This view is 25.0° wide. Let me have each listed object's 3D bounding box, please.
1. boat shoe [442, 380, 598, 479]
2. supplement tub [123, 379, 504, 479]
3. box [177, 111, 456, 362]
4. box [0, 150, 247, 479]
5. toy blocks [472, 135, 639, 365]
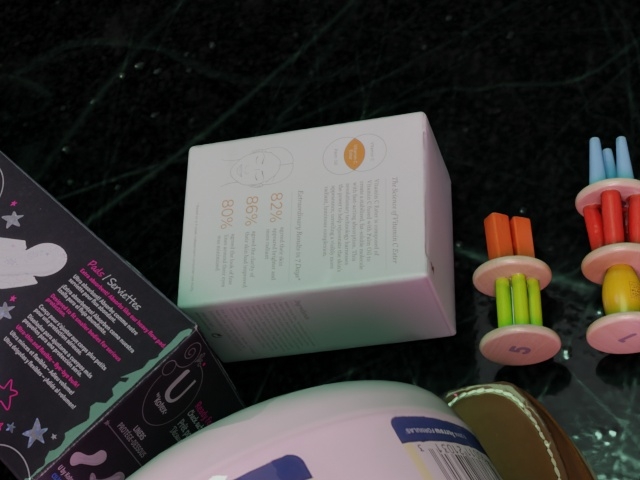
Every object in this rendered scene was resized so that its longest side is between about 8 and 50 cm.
[{"bbox_3d":[0.118,0.223,0.799,0.123,0.120,0.324,-15,58,10],"label":"boat shoe"},{"bbox_3d":[0.035,0.249,0.615,0.235,0.235,0.325,-31,57,-1],"label":"supplement tub"},{"bbox_3d":[0.000,0.000,0.984,0.171,0.091,0.130,-7,59,14],"label":"box"},{"bbox_3d":[-0.182,0.071,0.960,0.142,0.163,0.247,-43,58,-13],"label":"box"},{"bbox_3d":[0.161,0.002,0.953,0.123,0.054,0.148,-7,59,13],"label":"toy blocks"}]
